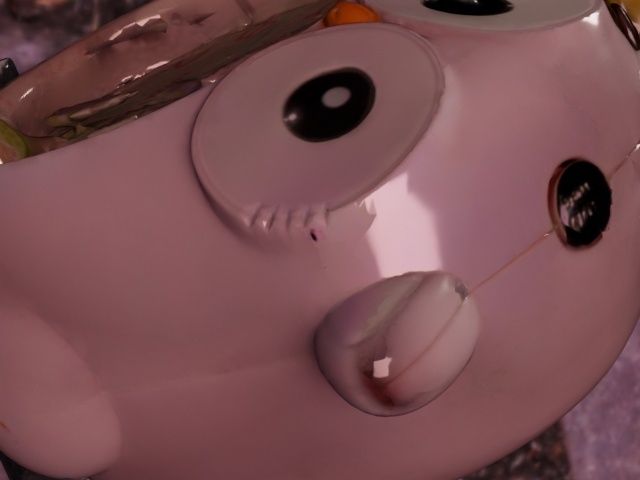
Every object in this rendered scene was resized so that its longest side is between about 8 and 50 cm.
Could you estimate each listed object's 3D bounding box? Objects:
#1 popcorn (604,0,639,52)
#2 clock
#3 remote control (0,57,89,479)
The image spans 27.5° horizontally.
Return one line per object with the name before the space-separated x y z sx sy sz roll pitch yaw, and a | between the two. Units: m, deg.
popcorn | 0.198 -0.160 0.847 0.253 0.191 0.190 -41 93 -2
clock | 0.000 0.000 0.679 0.368 0.376 0.251 -39 115 -30
remote control | -0.166 0.080 0.817 0.107 0.044 0.378 -26 104 -20
